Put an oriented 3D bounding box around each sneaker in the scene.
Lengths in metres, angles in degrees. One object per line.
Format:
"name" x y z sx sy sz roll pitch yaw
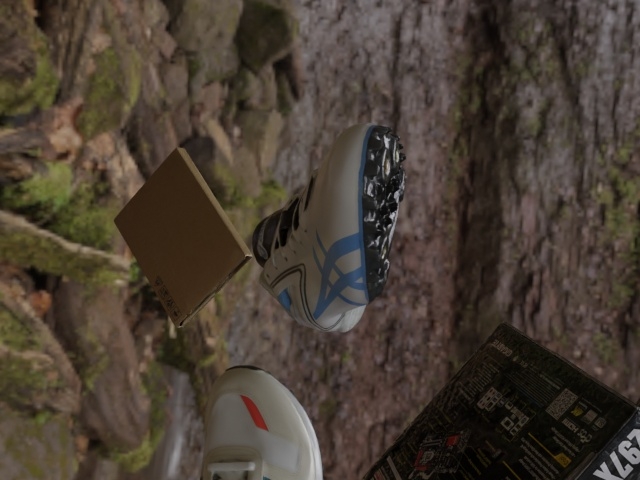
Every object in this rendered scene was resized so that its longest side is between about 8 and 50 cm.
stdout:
"sneaker" -0.035 0.143 0.445 0.075 0.057 0.161 7 78 -70
"sneaker" 0.000 0.000 0.553 0.237 0.086 0.085 105 -1 -69

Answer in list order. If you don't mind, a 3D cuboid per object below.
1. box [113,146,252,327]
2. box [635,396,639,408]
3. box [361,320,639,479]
"box" -0.199 -0.004 1.302 0.021 0.164 0.201 3 48 -57
"box" 0.502 0.359 1.354 0.231 0.183 0.056 -47 -176 -19
"box" 0.161 0.222 0.854 0.257 0.079 0.322 -50 -170 0
